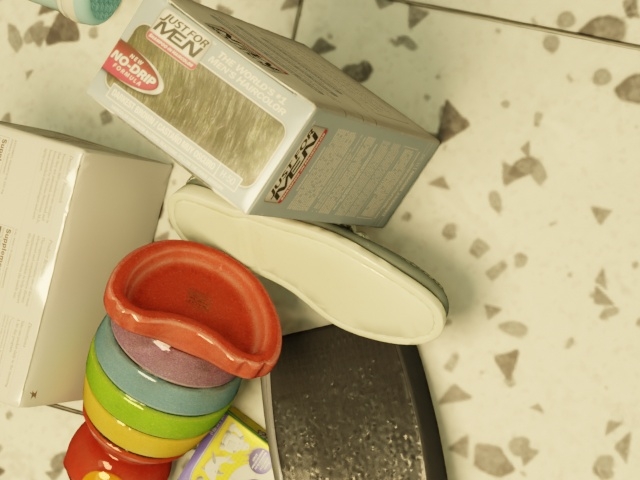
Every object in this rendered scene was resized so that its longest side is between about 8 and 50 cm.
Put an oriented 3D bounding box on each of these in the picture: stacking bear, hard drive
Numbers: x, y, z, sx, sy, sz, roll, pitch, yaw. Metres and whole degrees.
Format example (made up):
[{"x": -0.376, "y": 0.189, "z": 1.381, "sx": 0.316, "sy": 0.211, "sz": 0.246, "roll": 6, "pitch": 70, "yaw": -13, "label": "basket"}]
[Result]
[{"x": -0.170, "y": 0.156, "z": 1.698, "sx": 0.175, "sy": 0.164, "sz": 0.289, "roll": 23, "pitch": 121, "yaw": -8, "label": "stacking bear"}, {"x": 0.030, "y": 0.201, "z": 1.672, "sx": 0.172, "sy": 0.054, "sz": 0.254, "roll": -13, "pitch": 75, "yaw": 8, "label": "hard drive"}]

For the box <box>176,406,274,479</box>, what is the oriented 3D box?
[{"x": -0.053, "y": 0.264, "z": 1.735, "sx": 0.179, "sy": 0.043, "sz": 0.105, "roll": 34, "pitch": 99, "yaw": 15, "label": "box"}]

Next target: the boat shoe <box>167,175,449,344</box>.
[{"x": 0.000, "y": 0.000, "z": 1.679, "sx": 0.319, "sy": 0.099, "sz": 0.116, "roll": 23, "pitch": 138, "yaw": 26, "label": "boat shoe"}]

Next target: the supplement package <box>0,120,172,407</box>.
[{"x": -0.285, "y": 0.022, "z": 1.738, "sx": 0.145, "sy": 0.204, "sz": 0.261, "roll": 17, "pitch": 94, "yaw": 20, "label": "supplement package"}]

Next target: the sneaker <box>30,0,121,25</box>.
[{"x": -0.291, "y": -0.402, "z": 1.797, "sx": 0.208, "sy": 0.127, "sz": 0.319, "roll": 15, "pitch": 92, "yaw": 18, "label": "sneaker"}]

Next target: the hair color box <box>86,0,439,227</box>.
[{"x": -0.039, "y": -0.112, "z": 1.565, "sx": 0.185, "sy": 0.374, "sz": 0.113, "roll": 37, "pitch": 100, "yaw": 17, "label": "hair color box"}]
